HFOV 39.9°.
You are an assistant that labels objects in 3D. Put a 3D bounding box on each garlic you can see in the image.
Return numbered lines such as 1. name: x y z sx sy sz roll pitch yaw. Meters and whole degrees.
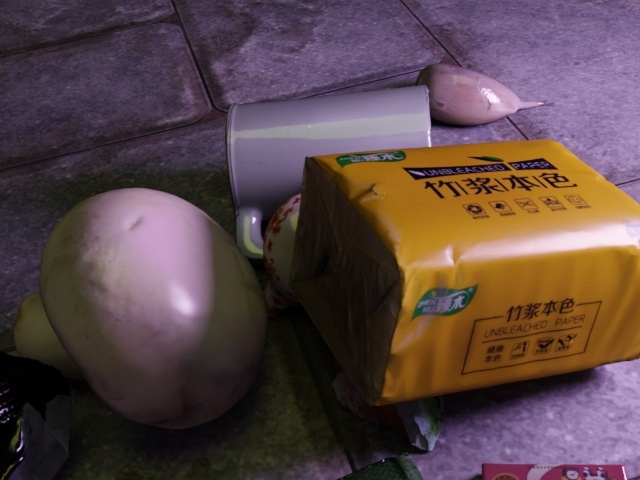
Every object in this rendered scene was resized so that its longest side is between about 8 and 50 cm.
1. garlic: 0.289 -0.260 1.609 0.266 0.128 0.148 23 59 18

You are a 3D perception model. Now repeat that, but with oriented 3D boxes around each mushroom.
1. mushroom: -0.222 0.068 1.128 0.315 0.315 0.356 -31 38 -26

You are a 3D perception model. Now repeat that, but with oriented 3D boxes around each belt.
1. belt: -0.407 0.254 1.004 0.164 0.184 0.289 10 44 34

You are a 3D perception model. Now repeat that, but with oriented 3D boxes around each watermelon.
1. watermelon: 0.081 0.179 1.114 0.139 0.071 0.187 -11 39 2

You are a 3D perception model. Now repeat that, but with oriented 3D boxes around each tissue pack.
1. tissue pack: 0.187 0.022 1.093 0.382 0.228 0.293 -7 33 -21

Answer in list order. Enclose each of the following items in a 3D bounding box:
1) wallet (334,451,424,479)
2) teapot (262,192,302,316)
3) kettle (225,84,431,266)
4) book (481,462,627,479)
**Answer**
1. wallet: 0.021 0.336 0.941 0.236 0.055 0.160 -22 44 -7
2. teapot: 0.000 0.000 1.249 0.245 0.159 0.116 -60 20 -15
3. kettle: 0.022 -0.104 1.398 0.318 0.265 0.205 -3 8 6
4. book: 0.257 0.333 0.928 0.162 0.022 0.232 -2 39 8
